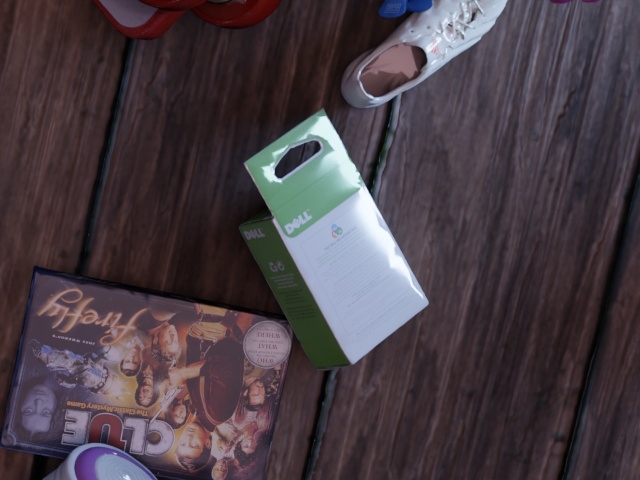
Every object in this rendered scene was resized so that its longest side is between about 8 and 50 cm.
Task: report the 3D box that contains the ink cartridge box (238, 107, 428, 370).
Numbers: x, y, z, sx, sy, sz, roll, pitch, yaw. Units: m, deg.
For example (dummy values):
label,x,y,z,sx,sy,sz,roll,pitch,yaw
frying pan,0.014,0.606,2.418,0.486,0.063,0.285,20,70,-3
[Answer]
label,x,y,z,sx,sy,sz,roll,pitch,yaw
ink cartridge box,0.000,0.000,1.699,0.109,0.062,0.209,-36,104,-32

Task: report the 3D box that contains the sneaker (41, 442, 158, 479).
label,x,y,z,sx,sy,sz,roll,pitch,yaw
sneaker,-0.153,0.309,1.719,0.152,0.114,0.305,-36,112,26

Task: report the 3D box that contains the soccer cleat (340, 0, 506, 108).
label,x,y,z,sx,sy,sz,roll,pitch,yaw
soccer cleat,0.102,-0.186,1.708,0.196,0.076,0.068,-40,102,-4

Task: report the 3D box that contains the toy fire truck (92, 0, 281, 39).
label,x,y,z,sx,sy,sz,roll,pitch,yaw
toy fire truck,-0.108,-0.335,1.610,0.302,0.169,0.254,-44,76,15

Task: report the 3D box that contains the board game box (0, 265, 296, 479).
label,x,y,z,sx,sy,sz,roll,pitch,yaw
board game box,-0.157,0.128,1.714,0.243,0.042,0.165,11,95,-12

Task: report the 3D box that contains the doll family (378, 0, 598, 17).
label,x,y,z,sx,sy,sz,roll,pitch,yaw
doll family,0.151,-0.303,1.668,0.263,0.118,0.163,-4,66,-10
